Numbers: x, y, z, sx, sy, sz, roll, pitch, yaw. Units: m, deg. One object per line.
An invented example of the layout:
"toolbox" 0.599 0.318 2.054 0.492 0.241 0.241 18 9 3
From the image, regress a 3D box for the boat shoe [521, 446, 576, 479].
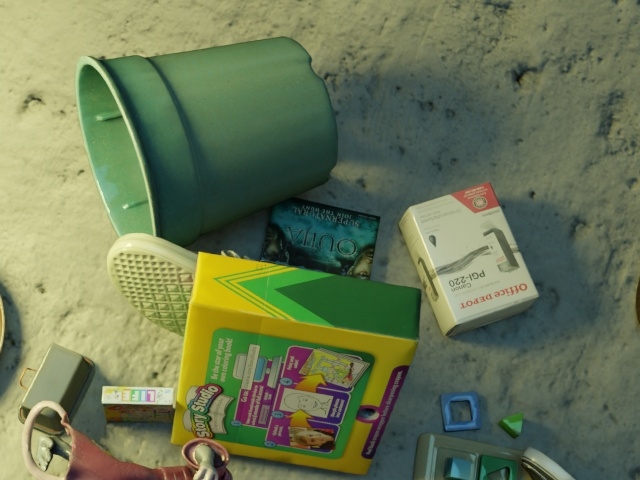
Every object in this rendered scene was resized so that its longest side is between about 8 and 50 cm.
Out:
"boat shoe" 0.387 0.427 1.792 0.076 0.080 0.228 -44 96 -13

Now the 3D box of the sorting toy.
"sorting toy" 0.242 0.407 1.798 0.196 0.047 0.347 11 70 -4

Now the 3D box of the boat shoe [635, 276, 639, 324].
"boat shoe" 0.592 0.068 1.956 0.072 0.068 0.190 19 69 -13

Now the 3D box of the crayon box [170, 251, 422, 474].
"crayon box" -0.047 0.189 1.665 0.313 0.363 0.106 11 48 -4

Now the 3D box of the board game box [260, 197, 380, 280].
"board game box" 0.000 0.000 1.918 0.186 0.026 0.126 12 69 -3

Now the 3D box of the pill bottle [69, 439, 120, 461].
"pill bottle" -0.347 0.335 1.746 0.083 0.043 0.043 37 70 6

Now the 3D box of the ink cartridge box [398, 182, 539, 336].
"ink cartridge box" 0.246 0.033 1.906 0.159 0.092 0.217 -18 76 -13

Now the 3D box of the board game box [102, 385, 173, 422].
"board game box" -0.275 0.250 1.727 0.103 0.154 0.026 2 71 -7

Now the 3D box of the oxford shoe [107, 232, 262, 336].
"oxford shoe" -0.130 0.084 1.739 0.449 0.169 0.130 27 52 -34

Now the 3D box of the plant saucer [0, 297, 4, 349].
"plant saucer" -0.647 0.143 1.771 0.311 0.050 0.310 3 71 -7

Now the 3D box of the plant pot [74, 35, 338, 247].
"plant pot" -0.174 -0.163 1.812 0.334 0.341 0.341 -18 74 -22

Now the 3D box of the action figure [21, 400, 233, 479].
"action figure" -0.238 0.391 1.670 0.370 0.276 0.248 6 104 -31

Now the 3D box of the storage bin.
"storage bin" -0.415 0.220 1.753 0.098 0.091 0.135 23 69 1
